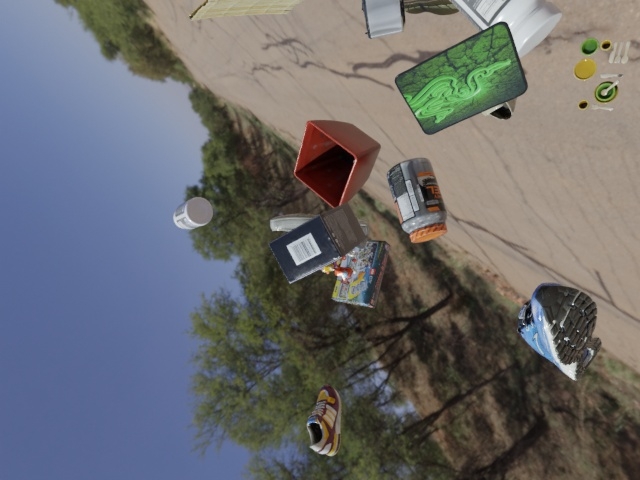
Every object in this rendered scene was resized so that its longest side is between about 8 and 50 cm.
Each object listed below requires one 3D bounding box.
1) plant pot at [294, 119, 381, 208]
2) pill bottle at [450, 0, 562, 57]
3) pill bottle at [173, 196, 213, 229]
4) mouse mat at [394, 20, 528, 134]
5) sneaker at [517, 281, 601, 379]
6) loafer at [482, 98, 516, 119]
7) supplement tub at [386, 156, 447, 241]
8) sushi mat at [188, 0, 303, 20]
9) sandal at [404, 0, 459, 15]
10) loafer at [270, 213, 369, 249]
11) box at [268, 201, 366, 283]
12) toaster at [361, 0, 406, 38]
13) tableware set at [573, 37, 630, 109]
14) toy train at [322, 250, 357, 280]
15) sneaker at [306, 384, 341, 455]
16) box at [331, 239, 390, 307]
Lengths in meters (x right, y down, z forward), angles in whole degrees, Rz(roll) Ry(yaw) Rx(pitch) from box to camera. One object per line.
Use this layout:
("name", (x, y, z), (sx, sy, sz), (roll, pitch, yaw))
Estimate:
("plant pot", (0.087, -0.333, 1.885), (0.267, 0.235, 0.268), (41, 137, 22))
("pill bottle", (0.424, -0.582, 1.107), (0.279, 0.162, 0.162), (52, -177, 10))
("pill bottle", (-0.357, -0.072, 1.290), (0.078, 0.078, 0.137), (45, 153, -22))
("mouse mat", (0.238, -0.262, 0.781), (0.152, 0.189, 0.007), (42, -142, -43))
("sneaker", (0.455, 0.173, 0.930), (0.147, 0.130, 0.330), (31, 169, 43))
("loafer", (0.519, -0.443, 1.441), (0.268, 0.092, 0.102), (6, 161, -29))
("supplement tub", (0.401, -0.162, 1.904), (0.193, 0.193, 0.317), (37, -143, -75))
("sushi mat", (-0.172, -0.615, 1.209), (0.151, 0.316, 0.019), (-2, 107, 53))
("sandal", (0.365, -0.794, 1.539), (0.219, 0.060, 0.090), (19, -177, 38))
("loafer", (0.000, -0.025, 1.455), (0.318, 0.112, 0.112), (4, -177, -10))
("box", (0.000, 0.000, 1.112), (0.108, 0.153, 0.207), (62, -154, -1))
("toaster", (0.177, -0.681, 1.321), (0.186, 0.110, 0.168), (-70, -29, -51))
("tableware set", (0.616, -0.370, 1.039), (0.103, 0.154, 0.024), (20, -160, 39))
("toy train", (0.063, 0.084, 1.492), (0.125, 0.046, 0.166), (5, -156, 11))
("sneaker", (0.006, 0.457, 1.212), (0.083, 0.069, 0.186), (33, -146, -32))
("box", (0.144, 0.111, 1.644), (0.159, 0.233, 0.044), (4, 160, 37))
